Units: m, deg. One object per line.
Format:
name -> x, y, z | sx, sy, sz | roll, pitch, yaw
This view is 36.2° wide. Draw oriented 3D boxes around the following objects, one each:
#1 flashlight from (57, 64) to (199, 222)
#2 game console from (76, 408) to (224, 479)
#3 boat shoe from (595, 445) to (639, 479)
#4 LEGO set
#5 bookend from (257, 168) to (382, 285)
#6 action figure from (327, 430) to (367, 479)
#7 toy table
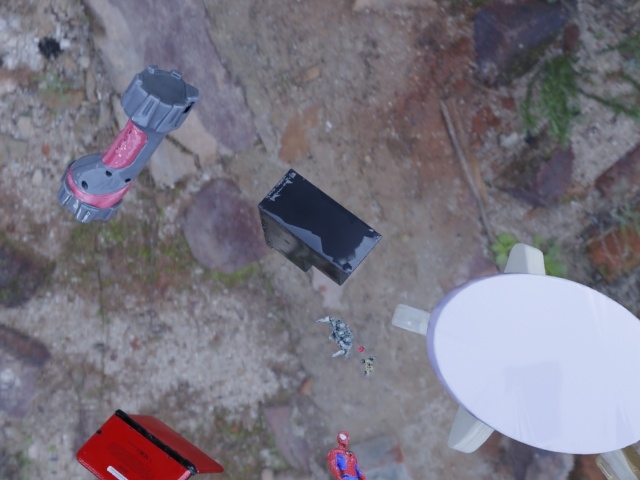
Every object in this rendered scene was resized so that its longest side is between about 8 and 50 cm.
flashlight -> -0.299, -0.143, 1.460 | 0.103, 0.103, 0.304 | 45, 135, 1
game console -> -0.221, 0.291, 1.275 | 0.124, 0.144, 0.085 | -47, 149, -26
boat shoe -> 0.431, 0.349, 1.338 | 0.063, 0.170, 0.059 | 25, 118, -30
LEGO set -> 0.033, 0.111, 1.080 | 0.083, 0.054, 0.023 | 32, 128, -26
bookend -> 0.000, 0.000, 1.348 | 0.072, 0.157, 0.156 | -49, 165, -15
action figure -> 0.029, 0.231, 0.915 | 0.038, 0.115, 0.030 | 16, 133, -31
toy table -> 0.222, 0.129, 1.080 | 0.274, 0.161, 0.252 | 32, 83, -13
